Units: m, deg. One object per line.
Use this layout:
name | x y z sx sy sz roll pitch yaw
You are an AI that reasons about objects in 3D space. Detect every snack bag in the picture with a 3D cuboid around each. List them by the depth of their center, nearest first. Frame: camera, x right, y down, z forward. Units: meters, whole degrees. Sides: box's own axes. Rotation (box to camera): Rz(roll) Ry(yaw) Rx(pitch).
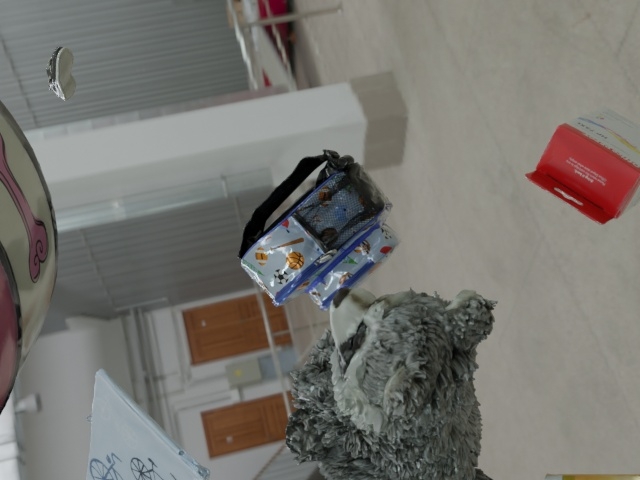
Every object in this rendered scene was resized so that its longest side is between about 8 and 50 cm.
snack bag | -0.329 0.434 1.520 0.323 0.037 0.343 35 129 29

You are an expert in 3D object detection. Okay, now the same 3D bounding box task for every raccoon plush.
raccoon plush | 0.168 0.207 0.929 0.299 0.446 0.216 -27 36 61

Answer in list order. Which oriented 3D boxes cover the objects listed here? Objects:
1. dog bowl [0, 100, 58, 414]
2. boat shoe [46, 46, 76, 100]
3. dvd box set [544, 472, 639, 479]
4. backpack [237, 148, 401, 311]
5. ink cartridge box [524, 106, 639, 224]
dog bowl | -0.378 0.040 0.515 0.150 0.407 0.408 -117 17 -56
boat shoe | -0.411 -0.266 1.283 0.046 0.038 0.125 -61 -1 -21
dvd box set | 0.391 0.353 0.690 0.420 0.062 0.308 -15 62 43
backpack | 0.000 0.000 1.379 0.213 0.263 0.276 57 -172 7
ink cartridge box | 0.403 -0.111 1.164 0.134 0.231 0.078 37 125 24
